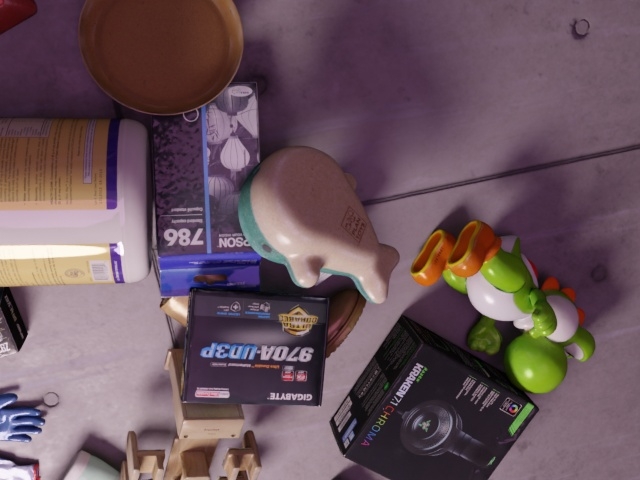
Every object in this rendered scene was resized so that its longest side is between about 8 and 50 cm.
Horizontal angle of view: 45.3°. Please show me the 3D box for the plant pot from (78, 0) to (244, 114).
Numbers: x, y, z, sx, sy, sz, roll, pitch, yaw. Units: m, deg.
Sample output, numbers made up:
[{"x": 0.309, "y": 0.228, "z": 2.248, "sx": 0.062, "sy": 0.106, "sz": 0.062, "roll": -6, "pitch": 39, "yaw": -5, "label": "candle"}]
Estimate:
[{"x": -0.232, "y": -0.295, "z": 1.127, "sx": 0.236, "sy": 0.032, "sz": 0.236, "roll": 1, "pitch": 83, "yaw": -10, "label": "plant pot"}]

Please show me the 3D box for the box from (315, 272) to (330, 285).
[{"x": 0.000, "y": 0.000, "z": 1.251, "sx": 0.101, "sy": 0.102, "sz": 0.087, "roll": -35, "pitch": 110, "yaw": 0, "label": "box"}]

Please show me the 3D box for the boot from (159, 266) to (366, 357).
[{"x": -0.089, "y": 0.104, "z": 1.274, "sx": 0.269, "sy": 0.089, "sz": 0.236, "roll": 40, "pitch": 89, "yaw": -14, "label": "boot"}]

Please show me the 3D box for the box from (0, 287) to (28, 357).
[{"x": -0.575, "y": 0.123, "z": 1.193, "sx": 0.180, "sy": 0.077, "sz": 0.147, "roll": -17, "pitch": 108, "yaw": -5, "label": "box"}]

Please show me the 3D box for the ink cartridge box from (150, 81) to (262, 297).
[{"x": -0.173, "y": -0.075, "z": 1.182, "sx": 0.165, "sy": 0.065, "sz": 0.332, "roll": -3, "pitch": 94, "yaw": -10, "label": "ink cartridge box"}]

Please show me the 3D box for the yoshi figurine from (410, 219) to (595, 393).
[{"x": 0.324, "y": 0.138, "z": 1.315, "sx": 0.362, "sy": 0.203, "sz": 0.203, "roll": 37, "pitch": 112, "yaw": -20, "label": "yoshi figurine"}]

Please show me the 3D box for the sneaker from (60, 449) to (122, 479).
[{"x": -0.414, "y": 0.504, "z": 1.318, "sx": 0.151, "sy": 0.094, "sz": 0.256, "roll": 32, "pitch": 96, "yaw": -11, "label": "sneaker"}]

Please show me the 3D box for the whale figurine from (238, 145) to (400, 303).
[{"x": -0.005, "y": -0.012, "z": 1.134, "sx": 0.272, "sy": 0.141, "sz": 0.216, "roll": 39, "pitch": 51, "yaw": -24, "label": "whale figurine"}]

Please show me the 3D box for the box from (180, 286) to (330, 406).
[{"x": -0.102, "y": 0.167, "z": 1.198, "sx": 0.220, "sy": 0.051, "sz": 0.175, "roll": 6, "pitch": 88, "yaw": -16, "label": "box"}]

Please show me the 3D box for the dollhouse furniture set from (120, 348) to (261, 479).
[{"x": -0.216, "y": 0.325, "z": 1.296, "sx": 0.212, "sy": 0.161, "sz": 0.242, "roll": 5, "pitch": 124, "yaw": -22, "label": "dollhouse furniture set"}]

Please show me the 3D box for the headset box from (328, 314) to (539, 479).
[{"x": 0.205, "y": 0.315, "z": 1.363, "sx": 0.283, "sy": 0.131, "sz": 0.246, "roll": 31, "pitch": 99, "yaw": -18, "label": "headset box"}]

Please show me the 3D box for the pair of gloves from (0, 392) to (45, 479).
[{"x": -0.550, "y": 0.346, "z": 1.291, "sx": 0.159, "sy": 0.023, "sz": 0.198, "roll": 6, "pitch": 105, "yaw": -14, "label": "pair of gloves"}]

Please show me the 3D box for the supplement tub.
[{"x": -0.411, "y": -0.054, "z": 1.087, "sx": 0.331, "sy": 0.241, "sz": 0.241, "roll": -1, "pitch": 106, "yaw": -10, "label": "supplement tub"}]

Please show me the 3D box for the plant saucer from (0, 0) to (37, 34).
[{"x": -0.582, "y": -0.372, "z": 1.068, "sx": 0.258, "sy": 0.048, "sz": 0.259, "roll": -31, "pitch": 109, "yaw": -1, "label": "plant saucer"}]
